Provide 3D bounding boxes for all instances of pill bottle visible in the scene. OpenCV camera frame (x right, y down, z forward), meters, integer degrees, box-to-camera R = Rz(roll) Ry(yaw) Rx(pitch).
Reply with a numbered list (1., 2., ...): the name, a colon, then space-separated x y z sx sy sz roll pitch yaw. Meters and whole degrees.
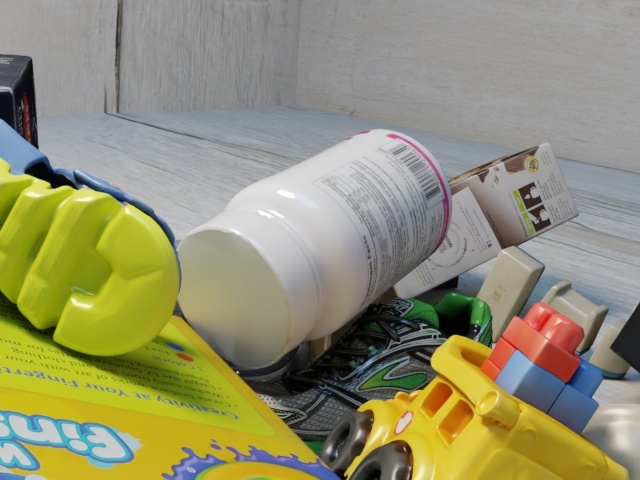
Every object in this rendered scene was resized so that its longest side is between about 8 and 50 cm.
1. pill bottle: 0.000 0.000 0.787 0.160 0.160 0.283 14 28 32

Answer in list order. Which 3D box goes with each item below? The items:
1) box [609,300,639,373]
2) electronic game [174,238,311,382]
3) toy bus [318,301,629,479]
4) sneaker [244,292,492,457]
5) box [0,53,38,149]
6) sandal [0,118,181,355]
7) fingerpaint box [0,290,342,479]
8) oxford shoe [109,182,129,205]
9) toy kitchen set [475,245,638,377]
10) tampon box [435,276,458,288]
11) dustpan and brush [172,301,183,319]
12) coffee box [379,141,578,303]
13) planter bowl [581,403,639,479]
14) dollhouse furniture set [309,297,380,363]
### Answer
1. box: 0.492 0.122 0.917 0.261 0.103 0.184 -10 40 -38
2. electronic game: -0.114 0.088 0.911 0.229 0.048 0.229 22 39 -19
3. toy bus: 0.114 0.140 0.582 0.149 0.211 0.220 30 1 -11
4. sneaker: 0.040 0.127 0.806 0.343 0.146 0.134 -11 22 -39
5. box: -0.376 -0.005 0.805 0.179 0.343 0.312 -3 18 -17
6. sandal: -0.227 -0.023 0.582 0.317 0.126 0.138 34 4 9
7. fingerpaint box: -0.237 0.131 0.464 0.444 0.163 0.371 20 5 -35
8. oxford shoe: -0.308 -0.014 1.088 0.397 0.147 0.140 9 -7 39
9. toy kitchen set: 0.338 0.103 1.079 0.207 0.122 0.166 39 32 29
10. tampon box: 0.130 0.015 1.286 0.161 0.101 0.120 -1 17 -17
11. dustpan and brush: -0.221 0.097 0.996 0.211 0.060 0.147 6 17 8
12. coffee box: 0.187 -0.022 1.142 0.297 0.119 0.168 -25 3 -16
13. planter bowl: 0.233 0.213 0.584 0.162 0.162 0.109 9 43 18
14. dollhouse furniture set: 0.080 0.088 0.975 0.183 0.129 0.129 -3 18 -18
